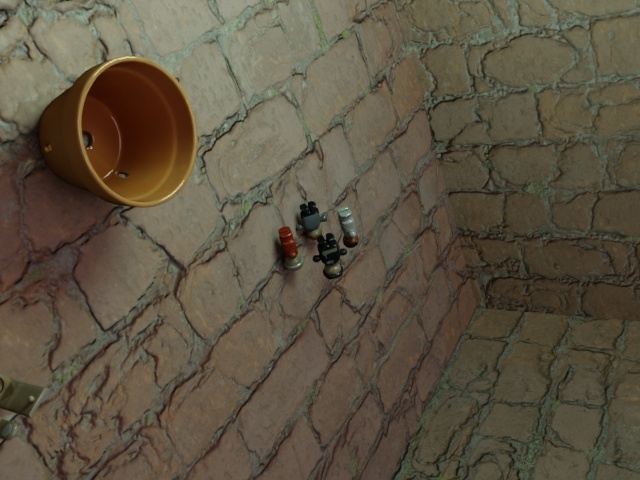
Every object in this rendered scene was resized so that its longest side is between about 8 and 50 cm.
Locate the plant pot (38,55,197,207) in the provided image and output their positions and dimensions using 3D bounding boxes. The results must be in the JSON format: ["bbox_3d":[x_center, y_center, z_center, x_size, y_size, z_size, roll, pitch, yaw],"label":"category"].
[{"bbox_3d":[-0.423,-0.211,1.309,0.290,0.203,0.291,-3,94,-54],"label":"plant pot"}]

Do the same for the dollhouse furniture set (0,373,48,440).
[{"bbox_3d":[-0.605,0.286,1.133,0.151,0.123,0.144,51,51,-42],"label":"dollhouse furniture set"}]

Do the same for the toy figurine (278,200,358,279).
[{"bbox_3d":[0.000,0.000,1.911,0.209,0.213,0.148,-55,142,-42],"label":"toy figurine"}]
